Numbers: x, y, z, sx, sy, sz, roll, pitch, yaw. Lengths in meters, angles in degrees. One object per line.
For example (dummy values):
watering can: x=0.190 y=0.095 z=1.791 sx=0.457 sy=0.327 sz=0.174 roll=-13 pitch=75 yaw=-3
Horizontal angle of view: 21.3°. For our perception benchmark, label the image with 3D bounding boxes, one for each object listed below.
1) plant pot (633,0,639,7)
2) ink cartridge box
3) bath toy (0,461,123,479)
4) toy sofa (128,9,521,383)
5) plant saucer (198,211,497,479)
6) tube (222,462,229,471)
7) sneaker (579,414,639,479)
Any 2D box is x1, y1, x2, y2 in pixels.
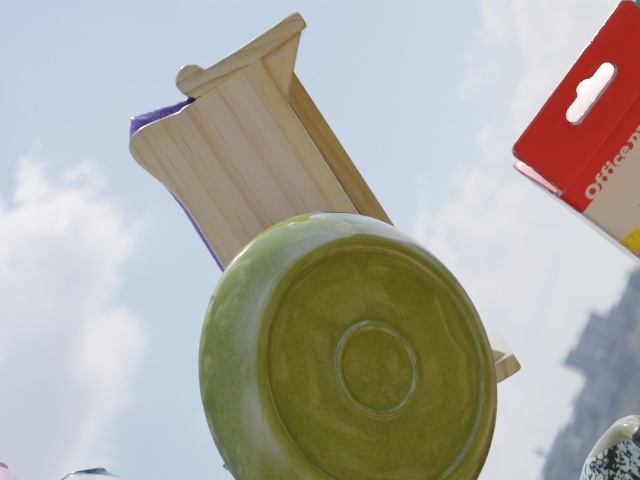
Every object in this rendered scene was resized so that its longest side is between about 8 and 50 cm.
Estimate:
plant pot: x=0.417 y=-0.224 z=1.348 sx=0.293 sy=0.235 sz=0.293 roll=-166 pitch=90 yaw=-80
ink cartridge box: x=0.233 y=-0.058 z=1.175 sx=0.134 sy=0.231 sz=0.078 roll=-53 pitch=26 yaw=3
bath toy: x=-0.279 y=0.265 z=1.537 sx=0.129 sy=0.348 sz=0.151 roll=6 pitch=-86 yaw=-87
toy sofa: x=0.000 y=0.000 z=1.431 sx=0.177 sy=0.363 sz=0.150 roll=-33 pitch=4 yaw=3
plant saucer: x=0.032 y=0.092 z=1.171 sx=0.037 sy=0.241 sz=0.241 roll=-26 pitch=31 yaw=57
tube: x=-0.049 y=0.231 z=1.721 sx=0.080 sy=0.052 sz=0.207 roll=-54 pitch=-23 yaw=-16
sneaker: x=0.216 y=0.334 z=1.503 sx=0.182 sy=0.158 sz=0.410 roll=-16 pitch=-45 yaw=-38
